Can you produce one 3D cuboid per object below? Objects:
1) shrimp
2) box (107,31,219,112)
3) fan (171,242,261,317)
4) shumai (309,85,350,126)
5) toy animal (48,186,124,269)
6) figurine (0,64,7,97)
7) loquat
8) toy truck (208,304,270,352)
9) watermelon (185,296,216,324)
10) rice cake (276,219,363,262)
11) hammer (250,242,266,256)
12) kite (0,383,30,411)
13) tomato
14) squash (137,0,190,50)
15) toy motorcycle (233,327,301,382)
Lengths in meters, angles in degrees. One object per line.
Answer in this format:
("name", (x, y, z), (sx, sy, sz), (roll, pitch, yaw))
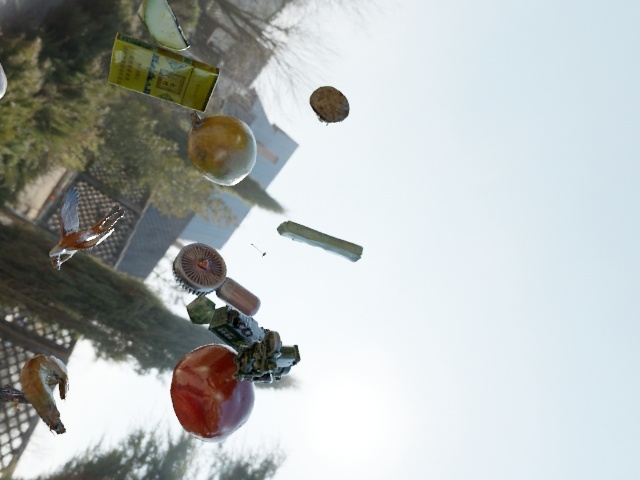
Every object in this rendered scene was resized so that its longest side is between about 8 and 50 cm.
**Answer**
("shrimp", (-0.807, 0.459, 1.520), (0.067, 0.249, 0.150), (-18, 174, 27))
("box", (-0.440, -0.465, 1.432), (0.153, 0.278, 0.041), (-50, -146, 47))
("fan", (-0.252, 0.104, 1.262), (0.074, 0.244, 0.130), (-45, -165, 39))
("shumai", (0.023, -0.474, 1.791), (0.123, 0.139, 0.105), (-62, -149, -3))
("toy animal", (-0.928, -0.028, 1.976), (0.302, 0.225, 0.284), (-47, -177, -2))
("figurine", (-0.665, -0.306, 0.943), (0.111, 0.138, 0.229), (-16, -177, 9))
("loquat", (-0.308, -0.286, 1.527), (0.213, 0.246, 0.214), (-22, -136, 22))
("toy truck", (-0.272, 0.319, 1.789), (0.121, 0.259, 0.088), (-20, -132, 15))
("watermelon", (-0.337, 0.195, 1.474), (0.092, 0.085, 0.072), (-24, -167, 15))
("rice cake", (0.000, 0.000, 1.868), (0.066, 0.336, 0.063), (-37, -143, 59))
("hammer", (-0.264, 0.039, 2.170), (0.014, 0.123, 0.029), (34, -98, 32))
("kite", (-0.940, 0.480, 1.557), (0.010, 0.189, 0.159), (-93, -162, -50))
("tomato", (-0.384, 0.542, 1.825), (0.289, 0.293, 0.326), (-10, -90, 32))
("squash", (-0.474, -0.653, 1.455), (0.093, 0.170, 0.252), (-28, -131, -5))
("toy motorcycle", (-0.150, 0.368, 1.554), (0.275, 0.205, 0.127), (-36, -129, 44))
